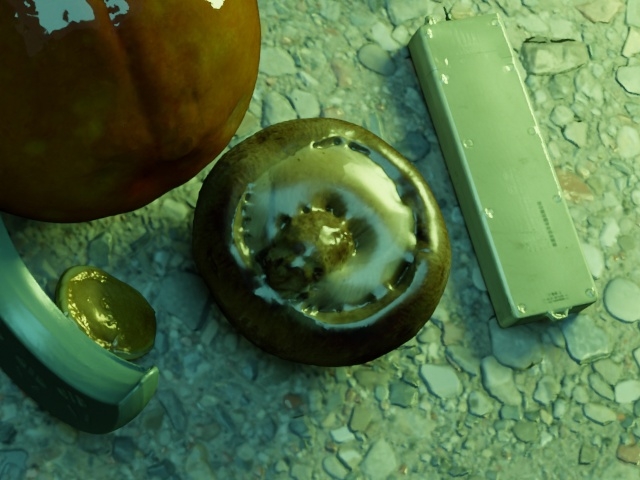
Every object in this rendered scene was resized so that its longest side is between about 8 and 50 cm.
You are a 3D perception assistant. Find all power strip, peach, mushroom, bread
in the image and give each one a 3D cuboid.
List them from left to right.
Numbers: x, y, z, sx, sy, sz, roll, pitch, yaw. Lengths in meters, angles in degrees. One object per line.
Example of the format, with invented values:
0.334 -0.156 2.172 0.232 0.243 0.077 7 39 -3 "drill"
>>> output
-0.254 0.074 1.469 0.253 0.167 0.054 43 58 8 "power strip"
-0.213 -0.177 1.492 0.343 0.343 0.301 -23 62 -24 "peach"
-0.201 0.067 1.544 0.110 0.024 0.110 30 35 -24 "bread"
0.000 0.000 1.586 0.253 0.153 0.253 5 71 -15 "mushroom"
0.188 -0.084 1.740 0.106 0.043 0.367 -11 74 -22 "power strip"
